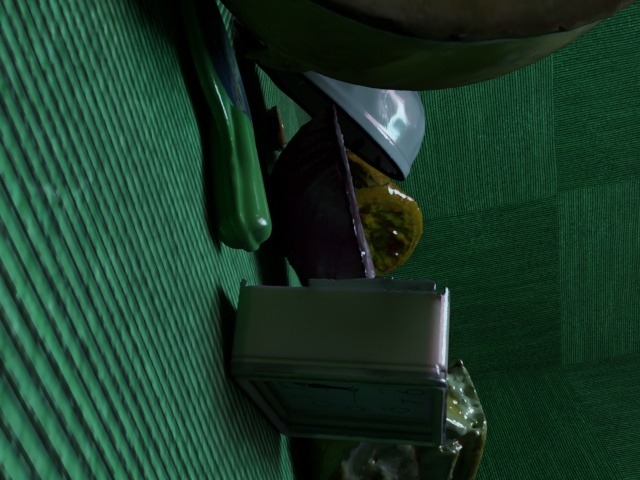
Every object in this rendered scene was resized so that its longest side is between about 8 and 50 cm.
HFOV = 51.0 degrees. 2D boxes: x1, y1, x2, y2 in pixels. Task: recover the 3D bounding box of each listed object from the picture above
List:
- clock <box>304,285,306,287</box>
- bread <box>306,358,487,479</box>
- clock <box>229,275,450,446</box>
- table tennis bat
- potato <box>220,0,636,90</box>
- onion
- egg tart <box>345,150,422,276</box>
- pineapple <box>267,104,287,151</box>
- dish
[{"bbox_3d":[0.007,0.142,1.128,0.235,0.029,0.235,-11,90,-87],"label":"clock"},{"bbox_3d":[0.077,0.235,0.711,0.124,0.186,0.257,-103,-172,-56],"label":"bread"},{"bbox_3d":[0.022,0.099,0.508,0.192,0.147,0.071,74,20,-60],"label":"clock"},{"bbox_3d":[-0.075,-0.108,0.528,0.160,0.039,0.257,68,9,-62],"label":"table tennis bat"},{"bbox_3d":[0.048,-0.331,0.503,0.319,0.385,0.442,-165,-110,-76],"label":"potato"},{"bbox_3d":[0.000,0.000,0.755,0.250,0.111,0.247,73,7,-61],"label":"onion"},{"bbox_3d":[0.040,-0.044,1.017,0.202,0.203,0.147,75,-5,-49],"label":"egg tart"},{"bbox_3d":[-0.065,-0.160,1.001,0.045,0.019,0.083,64,15,-54],"label":"pineapple"},{"bbox_3d":[0.037,-0.210,0.872,0.303,0.120,0.303,41,2,-2],"label":"dish"}]
